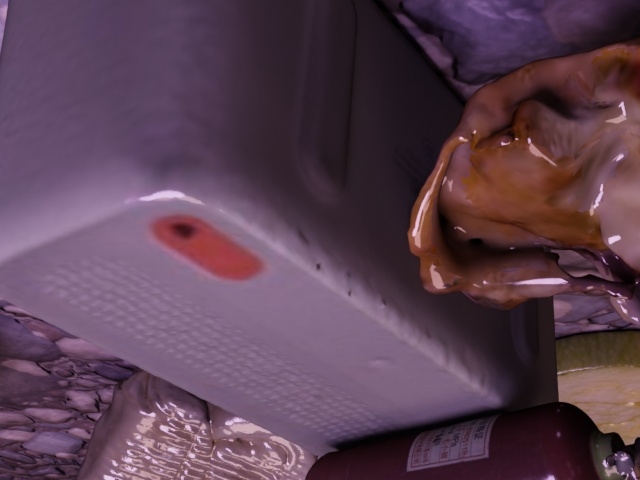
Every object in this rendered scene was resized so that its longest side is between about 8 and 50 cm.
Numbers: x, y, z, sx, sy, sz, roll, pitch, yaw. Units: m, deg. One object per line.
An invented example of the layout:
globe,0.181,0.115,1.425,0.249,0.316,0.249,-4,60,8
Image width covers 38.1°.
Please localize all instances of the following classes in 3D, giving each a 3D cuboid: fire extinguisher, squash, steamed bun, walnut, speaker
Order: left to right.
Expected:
steamed bun,-0.114,0.195,0.922,0.211,0.144,0.218,20,119,-8
speaker,0.000,0.000,0.552,0.183,0.184,0.406,-18,144,29
fire extinguisher,0.107,0.134,0.537,0.231,0.071,0.099,-21,170,30
squash,0.291,0.163,0.940,0.252,0.048,0.252,1,148,1
walnut,0.178,-0.018,0.418,0.238,0.141,0.204,31,144,2
